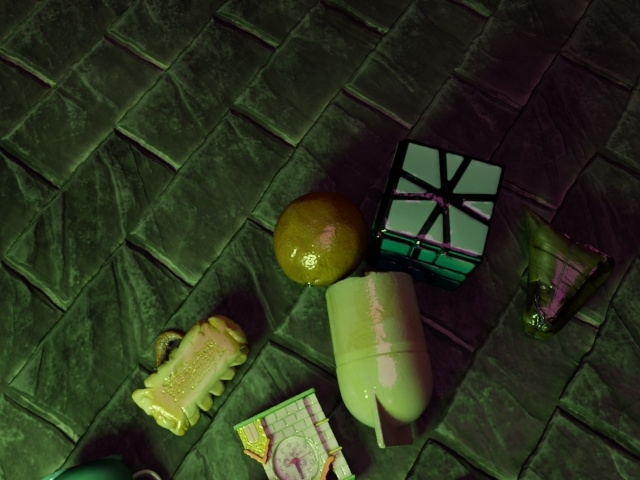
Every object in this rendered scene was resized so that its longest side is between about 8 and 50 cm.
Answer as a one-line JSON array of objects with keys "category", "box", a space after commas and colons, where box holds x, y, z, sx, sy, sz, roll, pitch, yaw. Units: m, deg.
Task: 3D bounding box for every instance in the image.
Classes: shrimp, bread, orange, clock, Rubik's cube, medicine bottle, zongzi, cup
[{"category": "shrimp", "box": [-0.401, 0.302, 1.682, 0.091, 0.025, 0.127, 14, 68, 4]}, {"category": "bread", "box": [-0.314, 0.336, 1.619, 0.173, 0.121, 0.311, 39, 75, 9]}, {"category": "orange", "box": [0.000, 0.000, 1.676, 0.264, 0.264, 0.264, 0, 70, 0]}, {"category": "clock", "box": [-0.059, 0.527, 1.558, 0.219, 0.106, 0.255, -25, 72, -9]}, {"category": "Rubik's cube", "box": [0.294, -0.061, 1.679, 0.288, 0.283, 0.294, 15, 70, 4]}, {"category": "medicine bottle", "box": [0.154, 0.302, 1.571, 0.235, 0.236, 0.406, -7, 70, -3]}, {"category": "zongzi", "box": [0.584, 0.076, 1.705, 0.286, 0.138, 0.300, -42, 76, -10]}, {"category": "cup", "box": [-0.490, 0.645, 1.472, 0.289, 0.219, 0.258, -7, 60, -36]}]
